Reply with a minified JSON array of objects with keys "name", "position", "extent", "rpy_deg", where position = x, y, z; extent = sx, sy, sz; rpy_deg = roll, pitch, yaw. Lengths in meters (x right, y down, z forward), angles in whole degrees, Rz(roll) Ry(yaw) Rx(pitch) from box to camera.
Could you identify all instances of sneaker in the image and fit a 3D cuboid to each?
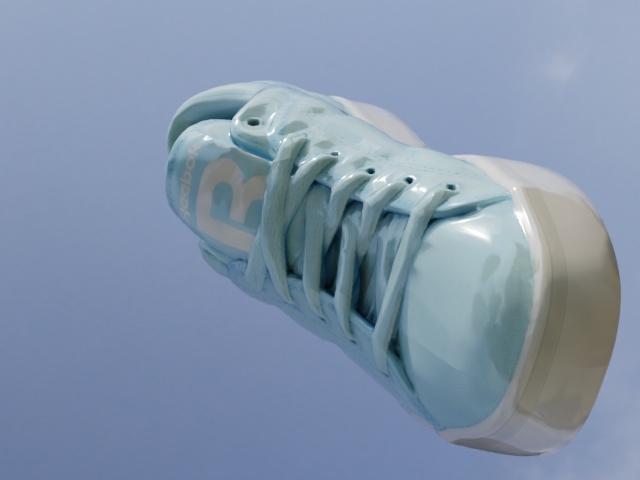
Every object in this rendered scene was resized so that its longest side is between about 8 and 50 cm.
[{"name":"sneaker","position":[0.000,0.000,0.551],"extent":[0.150,0.366,0.135],"rpy_deg":[7,-79,-20]}]
